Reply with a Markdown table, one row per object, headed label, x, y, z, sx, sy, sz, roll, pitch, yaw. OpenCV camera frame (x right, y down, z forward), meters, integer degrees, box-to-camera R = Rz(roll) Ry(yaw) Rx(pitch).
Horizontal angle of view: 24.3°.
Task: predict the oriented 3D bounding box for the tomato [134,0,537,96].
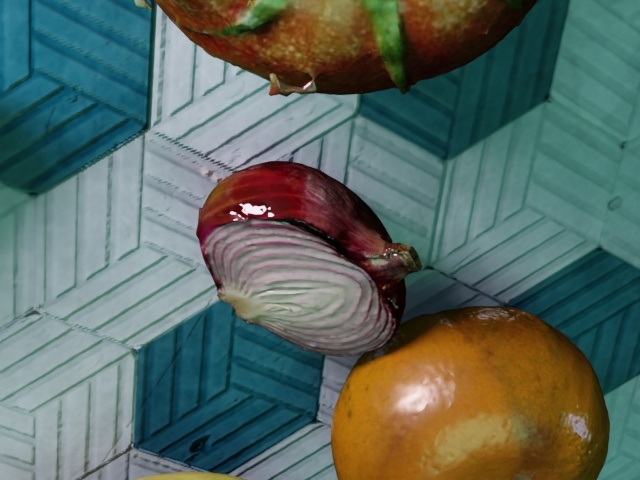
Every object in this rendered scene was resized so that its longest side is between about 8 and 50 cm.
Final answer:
| label | x | y | z | sx | sy | sz | roll | pitch | yaw |
| --- | --- | --- | --- | --- | --- | --- | --- | --- | --- |
| tomato | 0.008 | -0.242 | 0.892 | 0.303 | 0.239 | 0.304 | -4 | 123 | -6 |

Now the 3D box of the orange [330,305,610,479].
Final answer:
| label | x | y | z | sx | sy | sz | roll | pitch | yaw |
| --- | --- | --- | --- | --- | --- | --- | --- | --- | --- |
| orange | 0.123 | 0.158 | 1.261 | 0.240 | 0.171 | 0.240 | -9 | 124 | -13 |

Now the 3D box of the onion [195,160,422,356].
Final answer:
| label | x | y | z | sx | sy | sz | roll | pitch | yaw |
| --- | --- | --- | --- | --- | --- | --- | --- | --- | --- |
| onion | 0.000 | 0.000 | 1.140 | 0.151 | 0.098 | 0.206 | -16 | 139 | 20 |

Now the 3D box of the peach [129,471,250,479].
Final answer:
| label | x | y | z | sx | sy | sz | roll | pitch | yaw |
| --- | --- | --- | --- | --- | --- | --- | --- | --- | --- |
| peach | -0.129 | 0.347 | 1.217 | 0.315 | 0.281 | 0.314 | -9 | 132 | -6 |
